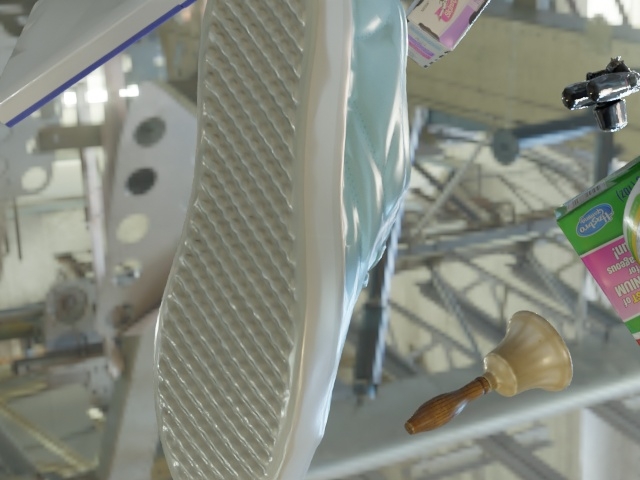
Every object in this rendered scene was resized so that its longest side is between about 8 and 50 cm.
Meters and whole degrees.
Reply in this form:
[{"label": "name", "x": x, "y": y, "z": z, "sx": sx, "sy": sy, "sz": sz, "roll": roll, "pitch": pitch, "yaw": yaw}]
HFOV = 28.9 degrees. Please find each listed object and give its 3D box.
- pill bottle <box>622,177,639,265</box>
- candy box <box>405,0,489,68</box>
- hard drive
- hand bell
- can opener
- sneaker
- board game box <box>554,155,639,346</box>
[{"label": "pill bottle", "x": 0.354, "y": 0.028, "z": 1.004, "sx": 0.136, "sy": 0.136, "sz": 0.246, "roll": -5, "pitch": -150, "yaw": -10}, {"label": "candy box", "x": 0.167, "y": -0.307, "z": 1.547, "sx": 0.070, "sy": 0.165, "sz": 0.196, "roll": 37, "pitch": 179, "yaw": -4}, {"label": "hard drive", "x": -0.229, "y": -0.270, "z": 1.382, "sx": 0.318, "sy": 0.040, "sz": 0.210, "roll": -26, "pitch": -143, "yaw": 34}, {"label": "hand bell", "x": 0.214, "y": 0.203, "z": 1.692, "sx": 0.242, "sy": 0.126, "sz": 0.126, "roll": -27, "pitch": -155, "yaw": -27}, {"label": "can opener", "x": 0.291, "y": -0.152, "z": 1.267, "sx": 0.059, "sy": 0.073, "sz": 0.186, "roll": -24, "pitch": 174, "yaw": 24}, {"label": "sneaker", "x": 0.000, "y": 0.000, "z": 0.782, "sx": 0.135, "sy": 0.366, "sz": 0.150, "roll": 13, "pitch": -175, "yaw": 43}, {"label": "board game box", "x": 0.414, "y": 0.040, "z": 1.202, "sx": 0.242, "sy": 0.316, "sz": 0.064, "roll": -34, "pitch": -174, "yaw": 15}]
